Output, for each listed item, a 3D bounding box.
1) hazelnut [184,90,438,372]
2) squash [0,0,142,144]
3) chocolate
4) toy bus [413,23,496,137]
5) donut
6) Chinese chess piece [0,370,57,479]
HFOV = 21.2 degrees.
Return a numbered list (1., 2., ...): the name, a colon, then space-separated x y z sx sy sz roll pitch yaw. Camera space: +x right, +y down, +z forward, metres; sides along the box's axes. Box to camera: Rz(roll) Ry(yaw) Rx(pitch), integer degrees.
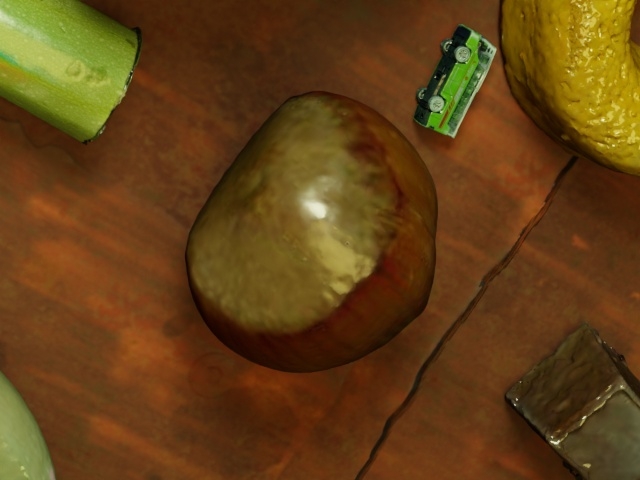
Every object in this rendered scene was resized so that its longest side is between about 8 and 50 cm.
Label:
1. hazelnut: 0.008 0.004 1.266 0.210 0.186 0.210 0 90 -14
2. squash: -0.226 -0.148 1.197 0.188 0.095 0.095 26 99 -24
3. chocolate: 0.301 0.218 1.449 0.112 0.112 0.321 -42 112 4
4. toy bus: 0.104 -0.124 1.330 0.037 0.031 0.083 21 101 -27
5. donut: 0.274 -0.172 1.307 0.277 0.108 0.278 -3 109 -8
6. Chinese chess piece: -0.367 0.210 1.255 0.349 0.146 0.349 -4 108 -14
